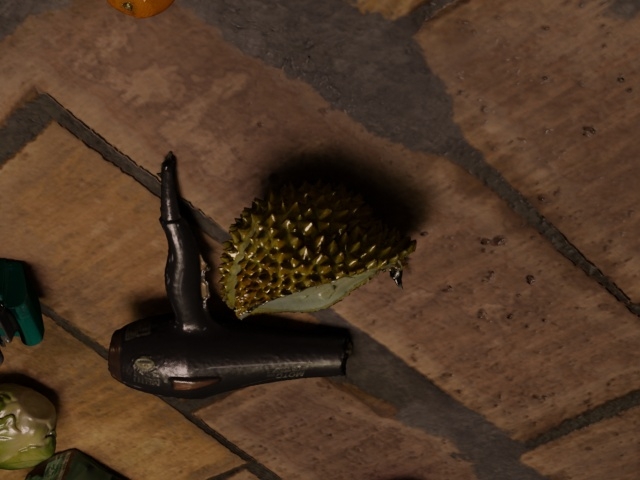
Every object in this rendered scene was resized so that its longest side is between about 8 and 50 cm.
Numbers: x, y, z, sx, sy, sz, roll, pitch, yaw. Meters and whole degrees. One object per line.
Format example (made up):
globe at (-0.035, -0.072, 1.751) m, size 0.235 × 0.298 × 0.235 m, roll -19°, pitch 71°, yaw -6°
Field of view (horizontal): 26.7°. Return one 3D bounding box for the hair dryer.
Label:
hair dryer at (-0.125, 0.050, 1.621) m, size 0.303 × 0.120 × 0.359 m, roll -1°, pitch 127°, yaw 8°

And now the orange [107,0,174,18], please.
orange at (-0.175, -0.256, 1.310) m, size 0.083 × 0.083 × 0.083 m, roll 10°, pitch 137°, yaw 9°

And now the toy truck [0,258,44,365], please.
toy truck at (-0.482, 0.091, 1.752) m, size 0.253 × 0.124 × 0.114 m, roll 4°, pitch 136°, yaw 18°

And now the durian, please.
durian at (0.000, 0.000, 1.491) m, size 0.237 × 0.138 × 0.193 m, roll -2°, pitch 160°, yaw -46°

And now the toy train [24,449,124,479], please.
toy train at (-0.323, 0.456, 2.083) m, size 0.326 × 0.129 × 0.159 m, roll 39°, pitch 128°, yaw -21°

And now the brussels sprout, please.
brussels sprout at (-0.450, 0.264, 1.931) m, size 0.155 × 0.117 × 0.155 m, roll -6°, pitch 137°, yaw -6°
